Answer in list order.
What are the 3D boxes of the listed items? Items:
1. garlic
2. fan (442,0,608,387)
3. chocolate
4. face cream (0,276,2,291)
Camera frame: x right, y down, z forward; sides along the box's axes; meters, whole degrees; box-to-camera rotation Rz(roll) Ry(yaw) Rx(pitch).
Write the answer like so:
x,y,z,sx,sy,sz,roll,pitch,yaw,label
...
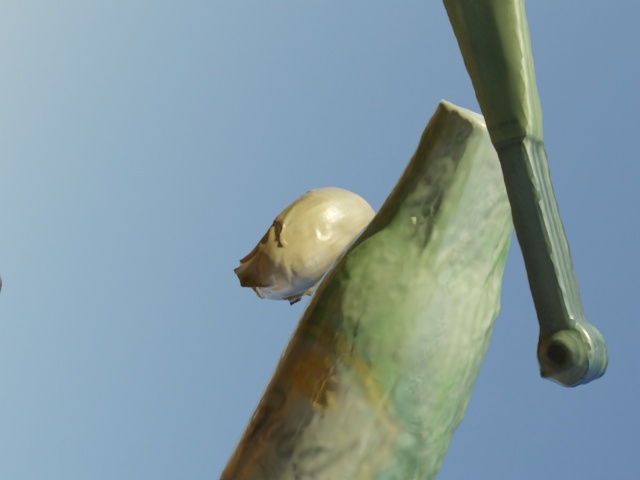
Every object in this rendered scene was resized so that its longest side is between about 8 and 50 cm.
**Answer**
x,y,z,sx,sy,sz,roll,pitch,yaw,label
-0.002,-0.007,1.013,0.152,0.066,0.084,-34,-163,-29,garlic
0.040,-0.058,0.327,0.038,0.016,0.193,-17,-102,29,fan
0.023,0.073,0.657,0.291,0.110,0.110,-66,-157,10,chocolate
-0.279,-0.037,0.728,0.311,0.092,0.092,28,-88,30,face cream
